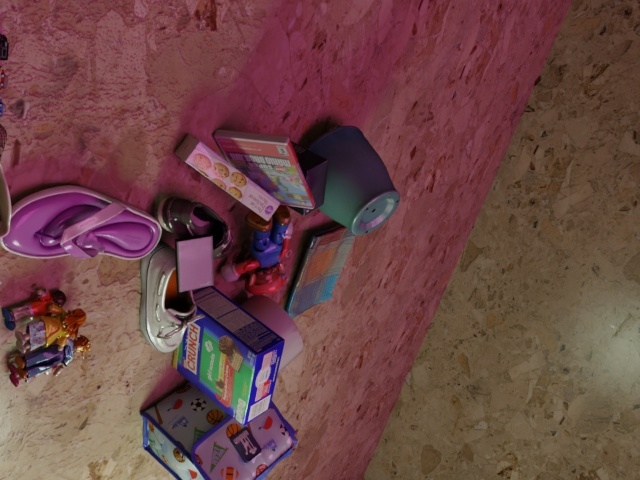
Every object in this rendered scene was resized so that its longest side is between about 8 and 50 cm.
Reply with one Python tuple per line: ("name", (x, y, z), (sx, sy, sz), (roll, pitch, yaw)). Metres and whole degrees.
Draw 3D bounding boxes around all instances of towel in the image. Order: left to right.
("towel", (0.006, 0.107, 2.295), (0.271, 0.040, 0.370), (-21, 140, -48))

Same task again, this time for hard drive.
("hard drive", (-0.313, 0.056, 1.576), (0.094, 0.022, 0.135), (-11, 114, -32))

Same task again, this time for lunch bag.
("lunch bag", (-0.310, 0.602, 1.959), (0.328, 0.385, 0.238), (-32, 142, -38))

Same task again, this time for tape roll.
("tape roll", (-0.198, 0.316, 2.007), (0.169, 0.246, 0.246), (-40, 146, -31))

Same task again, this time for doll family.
("doll family", (-0.603, 0.234, 1.433), (0.163, 0.118, 0.262), (-25, 136, -46))

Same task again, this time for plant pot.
("plant pot", (0.097, -0.163, 1.926), (0.272, 0.255, 0.271), (-31, 154, -17))

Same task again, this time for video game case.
("video game case", (-0.141, -0.183, 1.673), (0.285, 0.204, 0.025), (66, 38, -56))

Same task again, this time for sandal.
("sandal", (-0.488, -0.022, 1.384), (0.416, 0.102, 0.169), (2, 115, -60))

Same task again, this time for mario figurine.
("mario figurine", (-0.187, 0.025, 1.880), (0.170, 0.198, 0.320), (-92, -167, -48))

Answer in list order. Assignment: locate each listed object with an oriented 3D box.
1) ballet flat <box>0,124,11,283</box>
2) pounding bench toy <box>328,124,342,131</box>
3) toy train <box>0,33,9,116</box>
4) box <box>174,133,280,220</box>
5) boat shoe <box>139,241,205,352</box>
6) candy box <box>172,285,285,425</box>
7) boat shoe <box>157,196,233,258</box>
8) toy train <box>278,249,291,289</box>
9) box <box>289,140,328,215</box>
("ballet flat", (-0.646, 0.007, 1.133), (0.182, 0.164, 0.482), (-13, 125, -64))
("pounding bench toy", (0.048, -0.318, 1.984), (0.083, 0.052, 0.065), (-33, 142, -37))
("toy train", (-0.566, -0.282, 1.106), (0.036, 0.027, 0.158), (-27, 139, -60))
("box", (-0.230, -0.155, 1.618), (0.067, 0.063, 0.324), (-54, 136, -2))
("boat shoe", (-0.382, 0.184, 1.687), (0.136, 0.156, 0.367), (-28, 139, -42))
("candy box", (-0.273, 0.325, 1.824), (0.122, 0.317, 0.268), (-20, 132, -46))
("boat shoe", (-0.296, -0.022, 1.654), (0.335, 0.096, 0.112), (42, 56, -63))
("toy train", (-0.151, 0.098, 2.081), (0.125, 0.046, 0.166), (-28, 142, -45))
("box", (-0.070, -0.181, 1.823), (0.093, 0.158, 0.156), (-33, 142, -39))
